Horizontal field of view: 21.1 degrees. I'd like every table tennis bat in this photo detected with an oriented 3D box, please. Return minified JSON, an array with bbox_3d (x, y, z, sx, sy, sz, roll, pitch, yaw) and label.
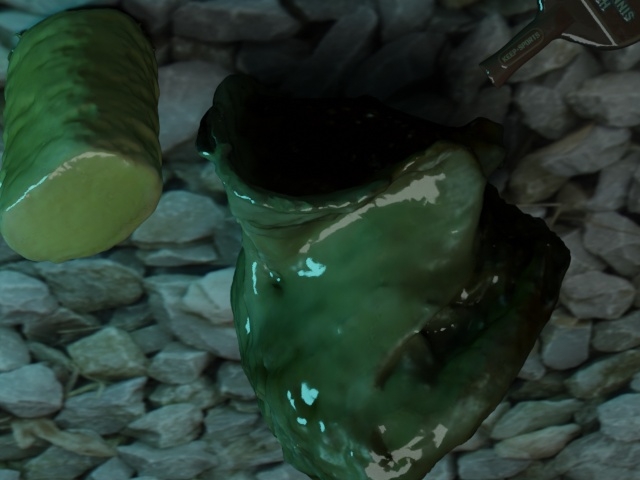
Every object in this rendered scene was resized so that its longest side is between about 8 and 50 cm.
[{"bbox_3d":[0.174,-0.182,1.233,0.170,0.119,0.107,-40,106,5],"label":"table tennis bat"}]

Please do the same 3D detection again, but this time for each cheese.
[{"bbox_3d":[-0.169,-0.077,1.189,0.123,0.167,0.094,-28,131,20],"label":"cheese"}]

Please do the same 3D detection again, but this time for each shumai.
[{"bbox_3d":[0.000,0.000,1.275,0.288,0.330,0.292,39,87,-18],"label":"shumai"}]
